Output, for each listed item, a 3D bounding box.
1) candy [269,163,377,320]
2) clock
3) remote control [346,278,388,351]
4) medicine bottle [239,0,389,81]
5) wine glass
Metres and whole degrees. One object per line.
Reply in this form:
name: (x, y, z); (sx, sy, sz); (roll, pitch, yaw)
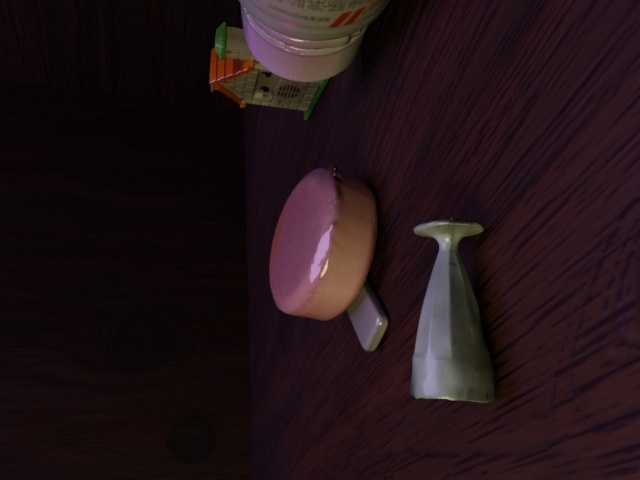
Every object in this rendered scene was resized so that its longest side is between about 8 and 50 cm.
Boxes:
candy: (0.000, 0.000, 0.690); (0.255, 0.094, 0.255); (-45, 37, 48)
clock: (-0.124, -0.394, 0.990); (0.220, 0.255, 0.106); (144, 128, -69)
remote control: (0.053, 0.068, 0.696); (0.261, 0.029, 0.067); (-114, 39, -56)
medicine bottle: (-0.011, -0.401, 0.596); (0.325, 0.256, 0.256); (124, 146, -75)
wine glass: (0.119, 0.062, 0.385); (0.073, 0.073, 0.155); (151, 124, -72)
